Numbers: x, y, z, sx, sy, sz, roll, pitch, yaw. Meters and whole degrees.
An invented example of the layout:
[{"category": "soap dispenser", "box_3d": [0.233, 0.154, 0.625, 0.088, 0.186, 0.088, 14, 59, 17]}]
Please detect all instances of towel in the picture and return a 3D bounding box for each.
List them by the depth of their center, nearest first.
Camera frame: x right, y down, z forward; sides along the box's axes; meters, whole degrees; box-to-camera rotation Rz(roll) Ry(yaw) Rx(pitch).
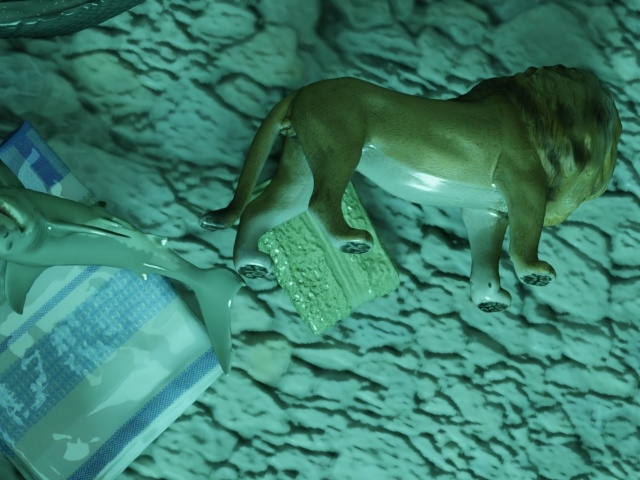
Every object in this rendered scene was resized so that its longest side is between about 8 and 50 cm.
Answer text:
[{"category": "towel", "box_3d": [-0.231, 0.069, 1.630, 0.209, 0.034, 0.285, -43, 102, -17]}, {"category": "towel", "box_3d": [0.000, 0.000, 1.721, 0.110, 0.027, 0.148, -30, 98, -18]}]

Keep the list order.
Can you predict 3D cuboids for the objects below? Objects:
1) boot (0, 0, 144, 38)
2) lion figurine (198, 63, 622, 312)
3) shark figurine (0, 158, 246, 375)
[{"category": "boot", "box_3d": [-0.270, -0.274, 1.590, 0.338, 0.118, 0.223, -21, 90, -24]}, {"category": "lion figurine", "box_3d": [0.088, -0.074, 1.681, 0.392, 0.142, 0.240, 12, 64, -19]}, {"category": "shark figurine", "box_3d": [-0.201, 0.023, 1.595, 0.278, 0.166, 0.116, 20, 103, -36]}]
